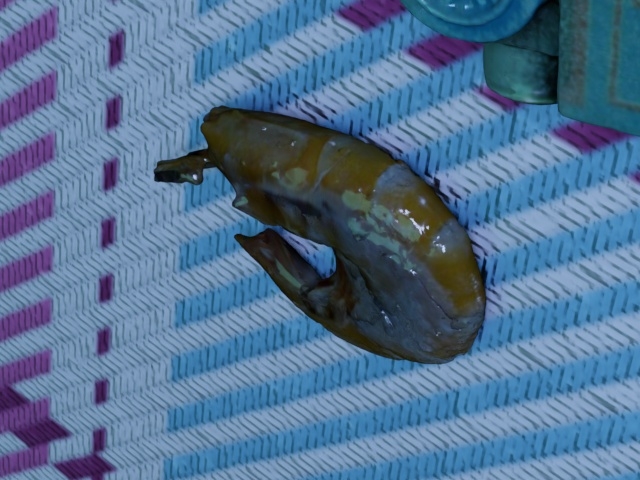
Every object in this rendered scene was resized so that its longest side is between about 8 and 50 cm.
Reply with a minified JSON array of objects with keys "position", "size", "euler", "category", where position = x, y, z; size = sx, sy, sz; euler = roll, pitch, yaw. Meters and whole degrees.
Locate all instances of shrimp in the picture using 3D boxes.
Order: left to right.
[{"position":[-0.002,0.001,0.887],"size":[0.187,0.051,0.132],"euler":[33,134,24],"category":"shrimp"}]

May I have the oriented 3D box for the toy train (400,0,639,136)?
[{"position":[0.119,-0.174,0.605],"size":[0.194,0.120,0.298],"euler":[17,126,30],"category":"toy train"}]
